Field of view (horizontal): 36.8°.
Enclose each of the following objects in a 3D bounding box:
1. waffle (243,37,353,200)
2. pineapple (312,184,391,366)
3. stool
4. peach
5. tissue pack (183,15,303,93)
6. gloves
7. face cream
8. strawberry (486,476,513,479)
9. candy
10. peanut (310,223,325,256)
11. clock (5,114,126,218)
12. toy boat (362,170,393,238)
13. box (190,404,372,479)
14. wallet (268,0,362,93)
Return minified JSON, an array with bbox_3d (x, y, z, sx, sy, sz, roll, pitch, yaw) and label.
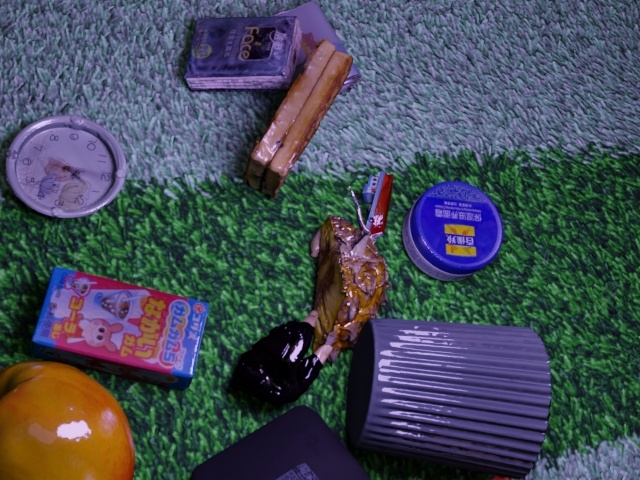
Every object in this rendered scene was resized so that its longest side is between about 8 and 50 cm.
[{"bbox_3d":[-0.049,-0.251,2.012,0.091,0.213,0.308,31,75,-2],"label":"waffle"},{"bbox_3d":[0.082,0.082,1.955,0.161,0.158,0.335,11,68,-15],"label":"pineapple"},{"bbox_3d":[0.234,0.292,1.853,0.329,0.297,0.297,8,65,-7],"label":"stool"},{"bbox_3d":[-0.454,0.366,1.627,0.308,0.289,0.289,48,60,-24],"label":"peach"},{"bbox_3d":[-0.168,-0.406,2.100,0.235,0.073,0.174,3,61,15],"label":"tissue pack"},{"bbox_3d":[-0.067,0.220,1.876,0.164,0.124,0.204,19,77,20],"label":"gloves"},{"bbox_3d":[0.283,-0.017,2.090,0.205,0.111,0.206,6,67,-14],"label":"face cream"},{"bbox_3d":[0.302,0.574,1.781,0.288,0.250,0.239,-23,86,-56],"label":"strawberry"},{"bbox_3d":[-0.377,0.168,1.825,0.305,0.100,0.157,16,63,-11],"label":"candy"},{"bbox_3d":[0.000,0.000,2.044,0.037,0.037,0.083,25,68,-4],"label":"peanut"},{"bbox_3d":[-0.513,-0.144,1.944,0.236,0.053,0.237,7,63,-14],"label":"clock"},{"bbox_3d":[0.118,-0.074,2.092,0.058,0.069,0.173,7,63,10],"label":"toy boat"},{"bbox_3d":[-0.057,0.473,1.760,0.288,0.073,0.290,-28,57,-24],"label":"box"},{"bbox_3d":[-0.027,-0.424,2.200,0.170,0.069,0.231,-26,73,-6],"label":"wallet"}]
